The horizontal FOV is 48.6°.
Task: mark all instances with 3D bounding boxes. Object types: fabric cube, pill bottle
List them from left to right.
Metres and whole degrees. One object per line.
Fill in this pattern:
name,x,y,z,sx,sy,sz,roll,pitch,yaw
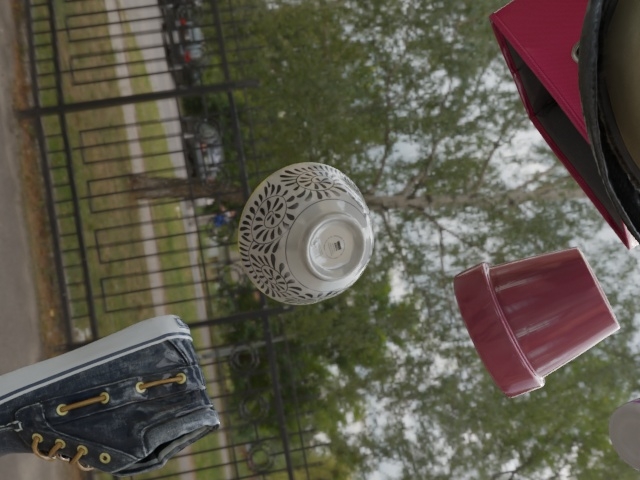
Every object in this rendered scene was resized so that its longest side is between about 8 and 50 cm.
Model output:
fabric cube,0.396,-0.190,0.831,0.259,0.258,0.254,38,24,-56
pill bottle,0.230,0.117,0.458,0.043,0.083,0.043,22,-63,56

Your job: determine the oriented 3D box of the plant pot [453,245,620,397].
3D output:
plant pot,0.316,0.102,1.024,0.201,0.180,0.201,50,24,-31

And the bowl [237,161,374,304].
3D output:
bowl,0.000,0.000,0.794,0.080,0.170,0.170,22,-57,62

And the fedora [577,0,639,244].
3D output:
fedora,0.330,-0.111,0.438,0.152,0.334,0.333,-162,-119,-65

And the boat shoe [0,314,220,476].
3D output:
boat shoe,-0.158,0.120,0.447,0.065,0.183,0.083,86,-22,-66
